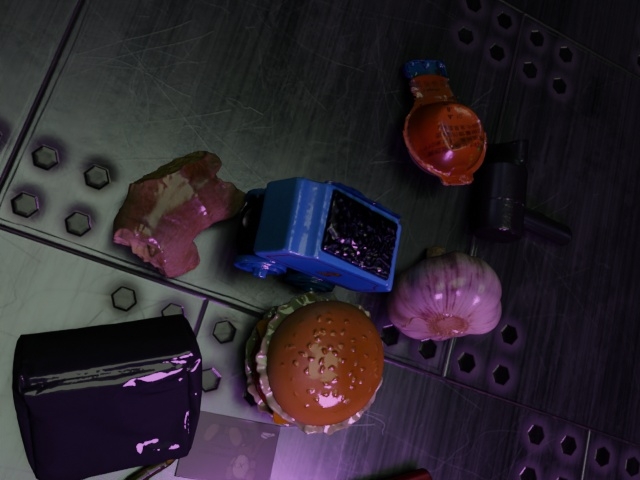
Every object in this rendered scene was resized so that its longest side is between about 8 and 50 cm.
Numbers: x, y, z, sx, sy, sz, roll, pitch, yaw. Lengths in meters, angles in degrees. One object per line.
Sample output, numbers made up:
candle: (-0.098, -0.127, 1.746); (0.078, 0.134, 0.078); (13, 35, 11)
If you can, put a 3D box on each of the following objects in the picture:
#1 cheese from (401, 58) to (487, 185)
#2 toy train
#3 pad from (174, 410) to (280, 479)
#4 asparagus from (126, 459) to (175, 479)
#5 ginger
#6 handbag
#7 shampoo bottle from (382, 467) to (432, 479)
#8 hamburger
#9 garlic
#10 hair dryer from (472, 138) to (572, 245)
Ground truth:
cheese: (0.279, -0.279, 1.579); (0.217, 0.129, 0.329); (-7, 72, -20)
toy train: (0.000, 0.000, 1.320); (0.300, 0.265, 0.187); (23, 70, -42)
pad: (-0.179, 0.411, 1.332); (0.190, 0.004, 0.127); (16, 75, -18)
asparagus: (-0.357, 0.459, 1.237); (0.236, 0.027, 0.034); (-36, 85, -24)
ginger: (-0.270, -0.048, 1.313); (0.276, 0.130, 0.221); (-21, 100, -25)
handbag: (-0.370, 0.272, 1.202); (0.302, 0.178, 0.274); (-7, 126, -22)
shampoo bottle: (0.114, 0.551, 1.394); (0.261, 0.064, 0.102); (-9, 85, -24)
hamburger: (-0.004, 0.236, 1.320); (0.275, 0.212, 0.274); (4, 79, -22)
garlic: (0.264, 0.092, 1.480); (0.245, 0.245, 0.253); (20, 42, -18)
hair dryer: (0.512, -0.096, 1.666); (0.303, 0.116, 0.244); (21, 73, -30)
